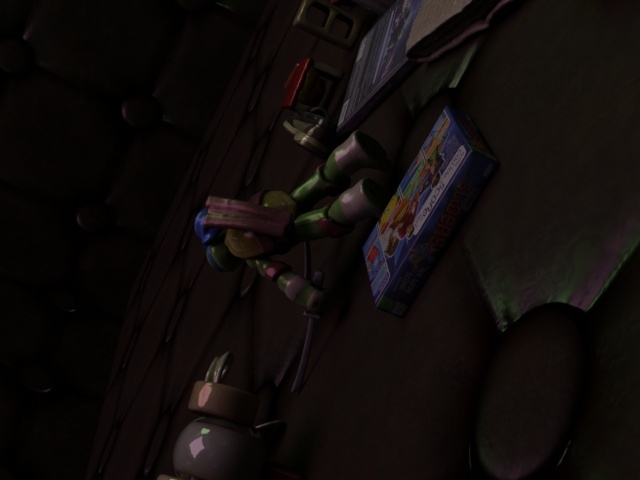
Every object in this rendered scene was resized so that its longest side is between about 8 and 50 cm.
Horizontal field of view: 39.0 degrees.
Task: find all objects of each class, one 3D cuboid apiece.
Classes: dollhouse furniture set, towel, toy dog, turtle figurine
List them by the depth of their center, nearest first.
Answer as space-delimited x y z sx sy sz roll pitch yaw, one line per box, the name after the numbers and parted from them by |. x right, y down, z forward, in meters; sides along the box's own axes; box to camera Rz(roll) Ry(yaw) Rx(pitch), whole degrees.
0.198 -0.339 1.116 0.187 0.049 0.282 -69 14 -11 | towel
-0.105 0.281 1.143 0.334 0.161 0.220 -84 14 -89 | toy dog
0.000 0.000 1.199 0.266 0.275 0.198 -34 8 29 | turtle figurine
-0.013 -0.430 1.755 0.374 0.152 0.201 -67 15 0 | dollhouse furniture set

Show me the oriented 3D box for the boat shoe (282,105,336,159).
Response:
-0.010 -0.196 1.572 0.073 0.080 0.223 -53 16 8 | boat shoe

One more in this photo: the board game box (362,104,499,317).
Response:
0.113 -0.033 0.983 0.201 0.035 0.136 -60 16 23 | board game box

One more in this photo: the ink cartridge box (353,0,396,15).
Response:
0.102 -0.448 1.514 0.122 0.088 0.052 -65 18 11 | ink cartridge box

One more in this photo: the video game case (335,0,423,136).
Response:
0.109 -0.299 1.402 0.274 0.026 0.196 -37 33 60 | video game case
